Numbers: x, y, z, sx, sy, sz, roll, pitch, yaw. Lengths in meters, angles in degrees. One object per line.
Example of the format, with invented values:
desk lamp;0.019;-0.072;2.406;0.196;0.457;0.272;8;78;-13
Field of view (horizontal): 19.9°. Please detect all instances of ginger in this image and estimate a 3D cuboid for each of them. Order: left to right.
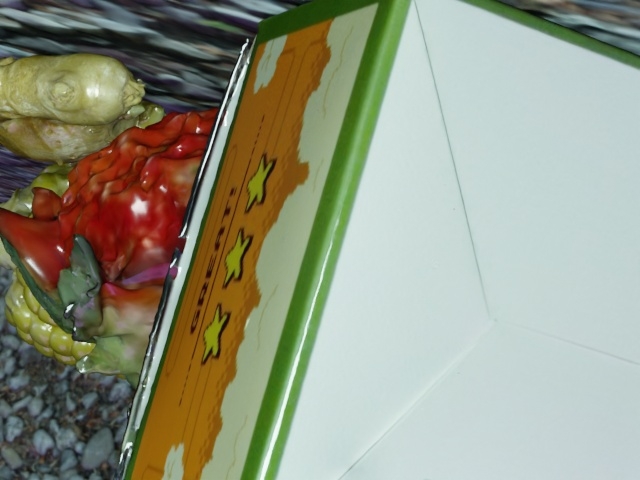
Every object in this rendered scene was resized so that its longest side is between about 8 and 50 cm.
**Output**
ginger;-0.072;-0.045;0.814;0.176;0.052;0.193;12;165;25

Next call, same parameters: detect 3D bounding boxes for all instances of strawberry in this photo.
strawberry;0.000;-0.009;0.718;0.228;0.098;0.174;-20;144;18

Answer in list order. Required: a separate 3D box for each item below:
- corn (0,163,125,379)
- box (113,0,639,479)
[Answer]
corn;-0.036;0.033;1.054;0.347;0.130;0.130;13;173;11
box;0.061;0.035;0.585;0.195;0.177;0.148;18;174;-20
